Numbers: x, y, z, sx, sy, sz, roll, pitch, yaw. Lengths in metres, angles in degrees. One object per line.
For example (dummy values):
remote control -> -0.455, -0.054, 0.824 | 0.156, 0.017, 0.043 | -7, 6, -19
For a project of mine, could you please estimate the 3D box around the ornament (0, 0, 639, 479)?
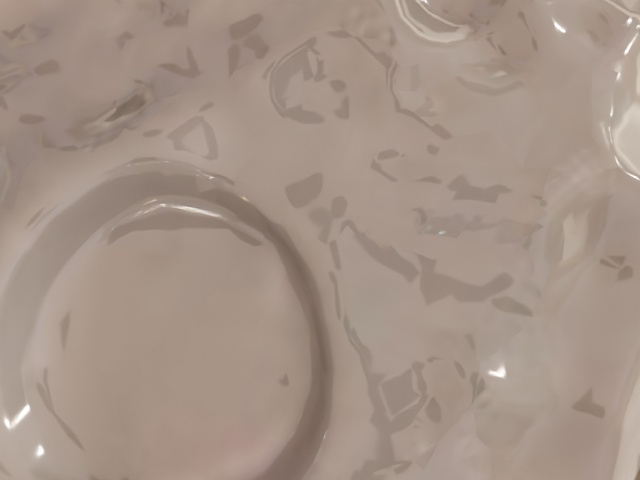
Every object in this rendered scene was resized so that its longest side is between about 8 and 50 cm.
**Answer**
ornament -> 0.000, 0.000, 0.493 | 0.337, 0.337, 0.337 | 1, 94, 11
